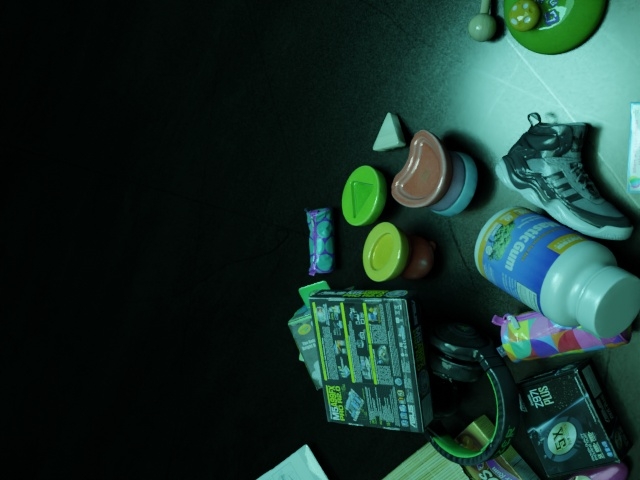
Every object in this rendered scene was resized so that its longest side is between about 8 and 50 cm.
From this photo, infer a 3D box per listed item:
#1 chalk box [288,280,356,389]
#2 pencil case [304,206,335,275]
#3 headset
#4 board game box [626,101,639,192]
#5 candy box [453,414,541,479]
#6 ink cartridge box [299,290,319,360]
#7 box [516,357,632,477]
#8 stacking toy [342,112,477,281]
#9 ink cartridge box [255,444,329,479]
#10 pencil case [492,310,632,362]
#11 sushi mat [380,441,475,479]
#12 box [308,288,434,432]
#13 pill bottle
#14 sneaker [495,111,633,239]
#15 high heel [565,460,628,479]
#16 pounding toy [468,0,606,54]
[{"bbox_3d":[0.025,0.187,1.562,0.132,0.132,0.213,-19,97,21],"label":"chalk box"},{"bbox_3d":[0.000,0.000,1.659,0.064,0.070,0.152,5,102,38],"label":"pencil case"},{"bbox_3d":[0.223,0.262,1.449,0.394,0.185,0.243,57,133,37],"label":"headset"},{"bbox_3d":[0.569,-0.155,1.205,0.103,0.026,0.154,6,102,38],"label":"board game box"},{"bbox_3d":[0.354,0.464,1.478,0.187,0.053,0.109,51,126,22],"label":"candy box"},{"bbox_3d":[0.076,0.217,1.653,0.235,0.056,0.171,12,108,11],"label":"ink cartridge box"},{"bbox_3d":[0.463,0.330,1.349,0.147,0.077,0.180,-29,80,39],"label":"box"},{"bbox_3d":[0.187,-0.088,1.504,0.309,0.130,0.279,-60,36,26],"label":"stacking toy"},{"bbox_3d":[-0.064,0.737,1.859,0.385,0.091,0.308,-43,71,24],"label":"ink cartridge box"},{"bbox_3d":[0.439,0.160,1.320,0.236,0.104,0.104,-18,87,36],"label":"pencil case"},{"bbox_3d":[0.222,0.553,1.587,0.151,0.019,0.316,51,135,18],"label":"sushi mat"},{"bbox_3d":[0.099,0.231,1.420,0.216,0.060,0.270,-3,102,33],"label":"box"},{"bbox_3d":[0.404,0.053,1.240,0.272,0.152,0.152,38,123,54],"label":"pill bottle"},{"bbox_3d":[0.442,-0.119,1.263,0.268,0.101,0.153,38,122,30],"label":"sneaker"},{"bbox_3d":[0.464,0.488,1.353,0.244,0.117,0.082,-43,72,36],"label":"high heel"},{"bbox_3d":[0.364,-0.423,1.263,0.236,0.110,0.183,18,109,34],"label":"pounding toy"}]
